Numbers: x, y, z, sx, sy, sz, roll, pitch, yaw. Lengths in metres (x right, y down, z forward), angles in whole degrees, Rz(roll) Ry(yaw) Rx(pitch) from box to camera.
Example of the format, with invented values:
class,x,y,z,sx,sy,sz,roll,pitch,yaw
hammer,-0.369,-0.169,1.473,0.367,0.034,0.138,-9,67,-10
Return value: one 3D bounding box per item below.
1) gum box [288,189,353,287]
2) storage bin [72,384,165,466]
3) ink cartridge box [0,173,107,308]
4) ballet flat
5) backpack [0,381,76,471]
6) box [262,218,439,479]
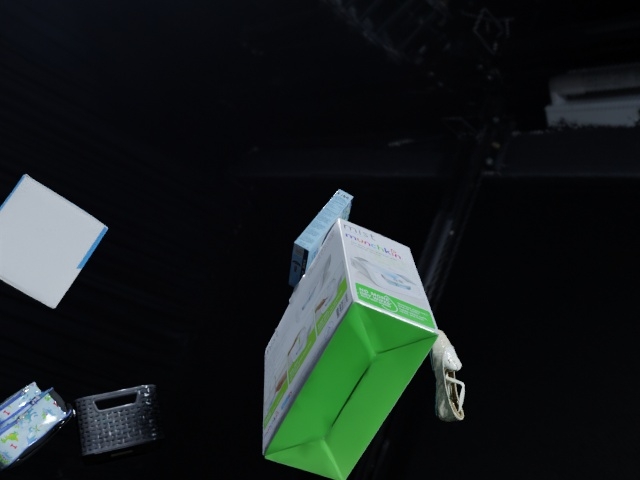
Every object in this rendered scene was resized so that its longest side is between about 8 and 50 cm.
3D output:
class,x,y,z,sx,sy,sz,roll,pitch,yaw
gum box,0.000,0.000,1.618,0.041,0.157,0.184,30,-125,15
storage bin,-0.312,0.289,1.135,0.180,0.122,0.084,123,-45,-63
ink cartridge box,-0.511,0.012,1.328,0.171,0.168,0.232,-60,-164,-15
ballet flat,0.230,0.239,1.301,0.052,0.057,0.168,-2,-83,35
backpack,-0.421,0.261,1.028,0.114,0.084,0.105,-45,-177,-40
box,0.024,0.142,1.000,0.262,0.126,0.231,-62,-165,22
